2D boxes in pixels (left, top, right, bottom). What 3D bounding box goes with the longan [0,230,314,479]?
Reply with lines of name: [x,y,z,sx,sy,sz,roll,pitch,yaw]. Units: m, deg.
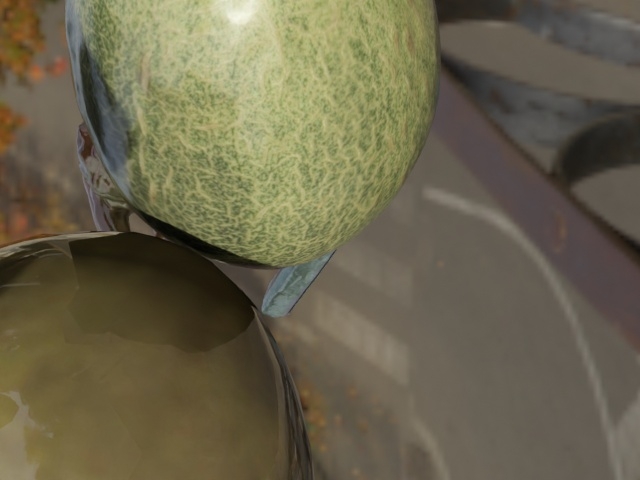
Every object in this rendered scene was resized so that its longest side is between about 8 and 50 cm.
longan: [-0.178,0.175,1.107,0.404,0.336,0.404,-55,14,20]

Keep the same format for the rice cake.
rice cake: [-0.001,0.001,1.457,0.208,0.033,0.033,124,158,-45]

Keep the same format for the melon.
melon: [-0.043,-0.131,1.113,0.329,0.248,0.249,86,169,-47]

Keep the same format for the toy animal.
toy animal: [-0.183,-0.058,1.626,0.312,0.097,0.158,-166,58,-80]
